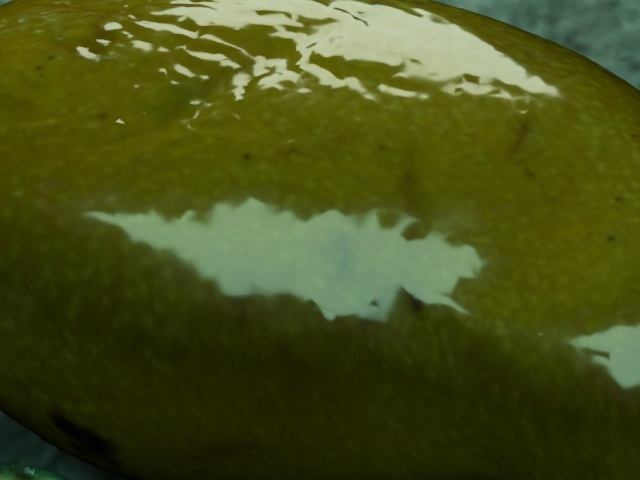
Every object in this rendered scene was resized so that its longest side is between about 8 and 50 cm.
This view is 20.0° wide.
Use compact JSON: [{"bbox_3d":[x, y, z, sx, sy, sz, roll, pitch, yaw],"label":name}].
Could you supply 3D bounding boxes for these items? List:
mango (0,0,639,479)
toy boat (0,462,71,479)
[{"bbox_3d":[-0.001,0.004,0.547,0.295,0.120,0.177,18,53,20],"label":"mango"},{"bbox_3d":[-0.124,0.108,0.494,0.293,0.099,0.108,2,78,-19],"label":"toy boat"}]
